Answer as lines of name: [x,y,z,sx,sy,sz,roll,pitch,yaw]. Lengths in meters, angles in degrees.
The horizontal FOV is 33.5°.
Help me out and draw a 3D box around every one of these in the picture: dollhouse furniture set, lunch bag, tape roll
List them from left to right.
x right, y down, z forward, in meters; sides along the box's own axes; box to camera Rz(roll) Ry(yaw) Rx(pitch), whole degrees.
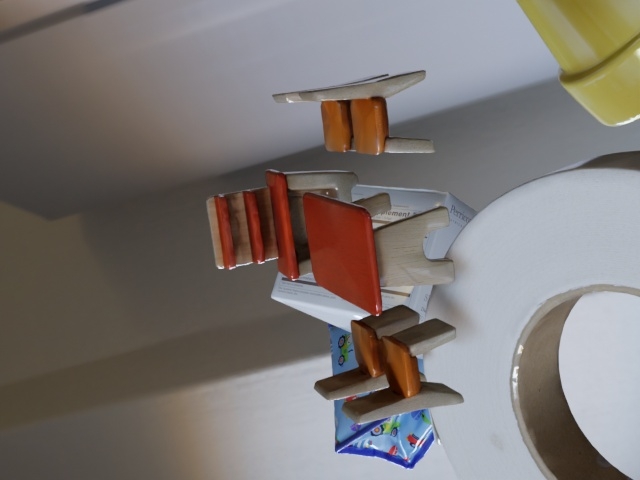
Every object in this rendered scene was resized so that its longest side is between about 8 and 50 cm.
dollhouse furniture set: [0.000,0.000,0.893,0.259,0.135,0.262,-159,60,-71]
lunch bag: [0.138,0.150,1.486,0.138,0.293,0.221,16,-132,-22]
tape roll: [0.251,0.124,0.827,0.072,0.392,0.392,-21,-84,-43]

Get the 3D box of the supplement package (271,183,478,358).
supplement package: [0.117,0.048,1.214,0.262,0.204,0.145,27,-104,-46]

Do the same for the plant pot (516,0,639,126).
plant pot: [0.349,-0.306,1.277,0.239,0.254,0.254,39,-153,-12]
